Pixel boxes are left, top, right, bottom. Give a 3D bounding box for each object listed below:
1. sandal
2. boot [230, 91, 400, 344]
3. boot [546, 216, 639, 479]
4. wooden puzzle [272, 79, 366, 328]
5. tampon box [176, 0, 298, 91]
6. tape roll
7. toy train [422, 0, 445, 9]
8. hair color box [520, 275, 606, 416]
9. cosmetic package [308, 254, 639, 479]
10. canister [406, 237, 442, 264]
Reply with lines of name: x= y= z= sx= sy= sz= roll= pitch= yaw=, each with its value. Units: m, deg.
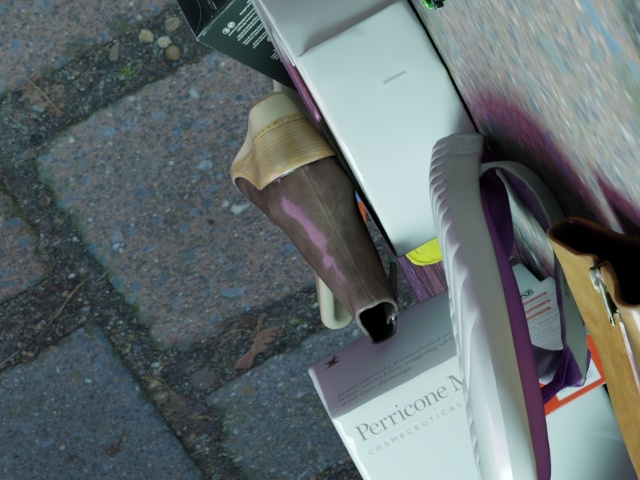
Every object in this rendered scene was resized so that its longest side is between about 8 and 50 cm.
sandal: x=0.132 y=0.024 z=1.129 sx=0.416 sy=0.102 sz=0.169 roll=-91 pitch=-10 yaw=-63
boot: x=0.000 y=0.000 z=1.466 sx=0.248 sy=0.090 sz=0.207 roll=78 pitch=166 yaw=-76
boot: x=0.181 y=0.120 z=0.960 sx=0.280 sy=0.096 sz=0.264 roll=62 pitch=180 yaw=-14
wooden puzzle: x=0.005 y=-0.118 z=1.848 sx=0.348 sy=0.080 sz=0.322 roll=77 pitch=-176 yaw=-61
tampon box: x=-0.049 y=-0.230 z=1.600 sx=0.161 sy=0.101 sz=0.120 roll=23 pitch=-150 yaw=-47
tape roll: x=0.038 y=-0.130 z=1.425 sx=0.286 sy=0.100 sz=0.286 roll=62 pitch=180 yaw=0
toy train: x=0.057 y=-0.184 z=1.091 sx=0.083 sy=0.017 sz=0.024 roll=61 pitch=-170 yaw=-9
hair color box: x=0.169 y=0.078 z=1.286 sx=0.043 sy=0.072 sz=0.141 roll=61 pitch=-179 yaw=-16
cosmetic package: x=0.175 y=0.232 z=1.478 sx=0.385 sy=0.217 sz=0.156 roll=59 pitch=-179 yaw=-17
canister: x=0.094 y=-0.054 z=1.857 sx=0.126 sy=0.073 sz=0.170 roll=62 pitch=-179 yaw=-14
